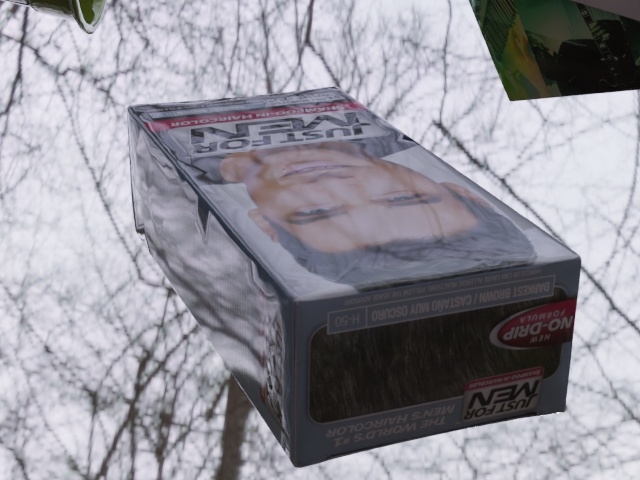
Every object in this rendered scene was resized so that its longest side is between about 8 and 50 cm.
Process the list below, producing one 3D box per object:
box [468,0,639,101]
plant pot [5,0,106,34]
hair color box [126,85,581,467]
[{"bbox_3d":[0.283,-0.265,1.271,0.322,0.058,0.232,2,-56,53],"label":"box"},{"bbox_3d":[-0.116,-0.116,0.425,0.079,0.083,0.083,4,-52,-1],"label":"plant pot"},{"bbox_3d":[0.000,0.000,0.869,0.185,0.374,0.114,-8,-64,-21],"label":"hair color box"}]
